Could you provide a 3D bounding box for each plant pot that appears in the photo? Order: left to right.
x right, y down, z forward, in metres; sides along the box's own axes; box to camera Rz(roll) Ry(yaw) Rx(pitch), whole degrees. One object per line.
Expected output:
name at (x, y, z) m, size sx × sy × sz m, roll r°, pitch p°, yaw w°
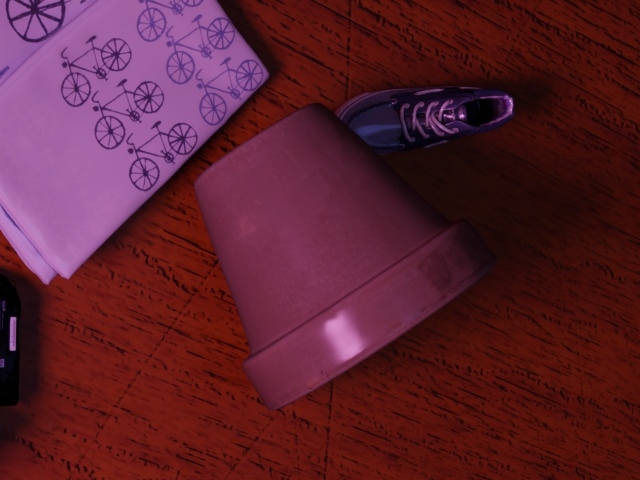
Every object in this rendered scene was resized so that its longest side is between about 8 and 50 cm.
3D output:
plant pot at (0.000, 0.000, 1.629) m, size 0.263 × 0.263 × 0.229 m, roll -33°, pitch 90°, yaw -26°

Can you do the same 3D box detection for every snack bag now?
snack bag at (-0.239, -0.188, 1.568) m, size 0.323 × 0.037 × 0.342 m, roll -46°, pitch 112°, yaw -28°

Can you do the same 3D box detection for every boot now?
boot at (0.105, -0.129, 1.761) m, size 0.190 × 0.086 × 0.069 m, roll -16°, pitch 99°, yaw -29°

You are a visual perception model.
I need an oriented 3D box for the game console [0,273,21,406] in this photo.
game console at (-0.378, 0.194, 1.513) m, size 0.213 × 0.044 × 0.361 m, roll 2°, pitch 90°, yaw -29°
